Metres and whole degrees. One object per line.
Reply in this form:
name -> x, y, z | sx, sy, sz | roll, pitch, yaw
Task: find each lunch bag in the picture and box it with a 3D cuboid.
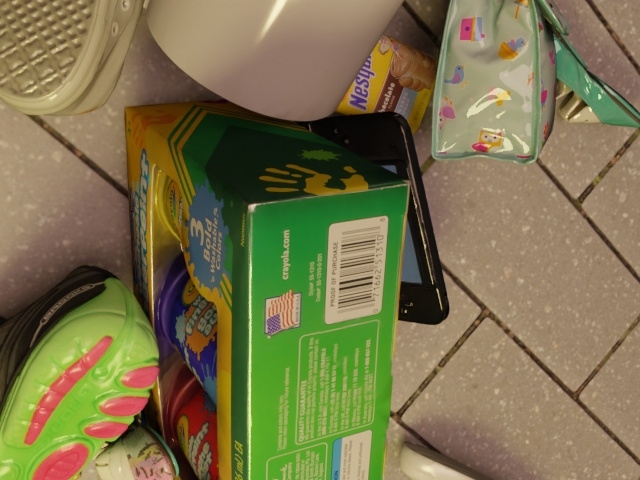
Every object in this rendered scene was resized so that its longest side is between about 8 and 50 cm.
lunch bag -> 0.233, -0.245, 0.996 | 0.160, 0.223, 0.262 | 5, 107, 20

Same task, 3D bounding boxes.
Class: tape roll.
tape roll -> -0.045, -0.269, 0.833 | 0.246, 0.246, 0.169 | 16, 129, -23

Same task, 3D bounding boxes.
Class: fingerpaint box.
fingerpaint box -> -0.085, 0.101, 0.850 | 0.163, 0.371, 0.444 | -9, 115, -26

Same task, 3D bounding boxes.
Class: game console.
game console -> 0.000, 0.000, 1.013 | 0.173, 0.250, 0.293 | -32, 114, -40

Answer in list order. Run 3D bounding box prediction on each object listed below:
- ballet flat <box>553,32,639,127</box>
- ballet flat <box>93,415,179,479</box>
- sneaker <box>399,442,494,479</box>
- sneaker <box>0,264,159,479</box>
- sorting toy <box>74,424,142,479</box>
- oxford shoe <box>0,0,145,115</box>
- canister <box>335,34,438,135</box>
ballet flat -> 0.374, -0.228, 1.154 | 0.247, 0.083, 0.087 | 35, 113, -24
ballet flat -> -0.240, 0.253, 0.945 | 0.079, 0.221, 0.076 | -16, 105, -25
sneaker -> 0.210, 0.442, 1.223 | 0.293, 0.108, 0.169 | 33, 86, -25
sneaker -> -0.372, 0.221, 0.924 | 0.483, 0.202, 0.185 | -41, 127, 11
sorting toy -> -0.243, 0.322, 1.058 | 0.275, 0.046, 0.132 | -8, 105, -18
oxford shoe -> -0.243, -0.339, 0.869 | 0.169, 0.130, 0.449 | 17, 82, 6
canister -> 0.063, -0.218, 1.033 | 0.170, 0.073, 0.126 | 17, 96, -25
